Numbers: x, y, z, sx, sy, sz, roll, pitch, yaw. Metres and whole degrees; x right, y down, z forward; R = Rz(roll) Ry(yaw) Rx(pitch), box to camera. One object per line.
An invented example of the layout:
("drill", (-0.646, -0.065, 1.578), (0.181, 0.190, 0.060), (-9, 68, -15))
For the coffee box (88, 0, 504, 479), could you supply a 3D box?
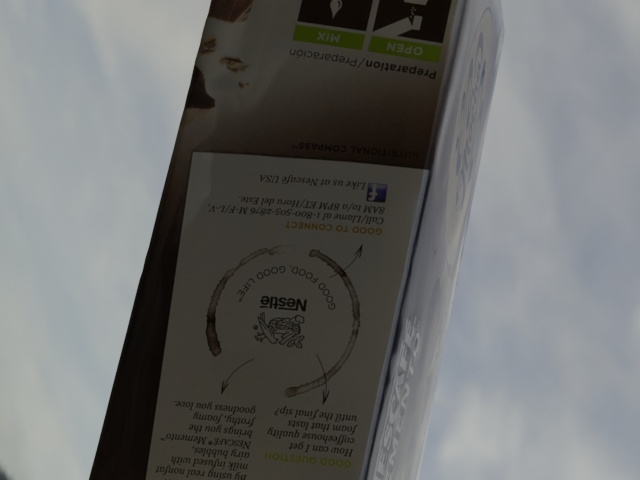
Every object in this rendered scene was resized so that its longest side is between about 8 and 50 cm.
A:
("coffee box", (0.000, 0.000, 0.789), (0.168, 0.118, 0.297), (63, 38, -71))
